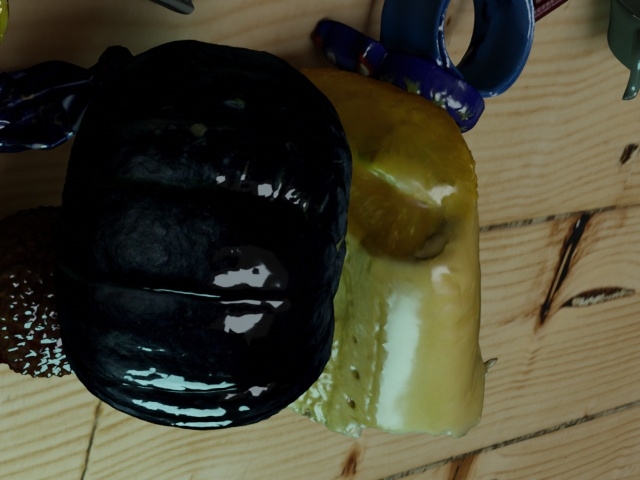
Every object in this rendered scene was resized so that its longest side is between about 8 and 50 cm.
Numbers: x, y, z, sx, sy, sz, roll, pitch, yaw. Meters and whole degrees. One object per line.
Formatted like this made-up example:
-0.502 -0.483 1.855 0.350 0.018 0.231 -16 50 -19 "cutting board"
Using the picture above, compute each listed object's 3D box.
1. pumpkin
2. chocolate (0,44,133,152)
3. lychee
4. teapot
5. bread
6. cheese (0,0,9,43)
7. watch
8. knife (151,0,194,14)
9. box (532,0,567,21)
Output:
-0.105 -0.003 1.314 0.266 0.363 0.363 9 126 -1 "pumpkin"
-0.323 -0.090 1.360 0.343 0.148 0.126 -44 103 -17 "chocolate"
-0.293 0.056 1.481 0.188 0.188 0.188 -25 137 -25 "lychee"
0.457 -0.288 1.899 0.149 0.162 0.239 94 23 -50 "teapot"
0.046 0.000 1.610 0.250 0.361 0.394 -46 147 -42 "bread"
-0.348 -0.227 1.259 0.156 0.064 0.250 -16 124 -36 "cheese"
0.140 -0.239 1.641 0.200 0.171 0.196 -60 141 -7 "watch"
-0.207 -0.265 1.333 0.265 0.073 0.040 14 104 -53 "knife"
0.314 -0.366 1.749 0.224 0.069 0.120 -33 140 -14 "box"
